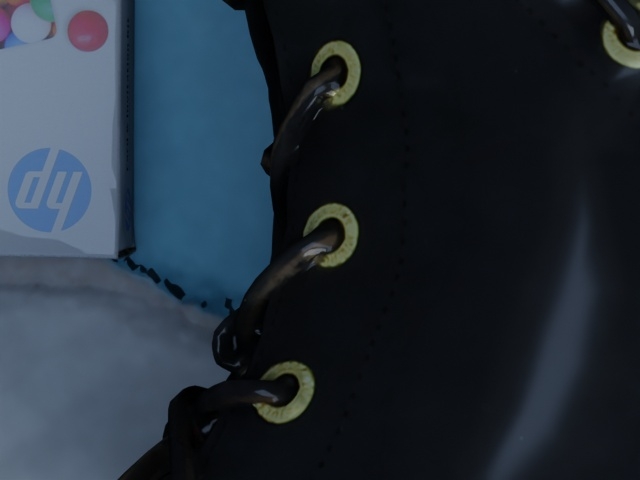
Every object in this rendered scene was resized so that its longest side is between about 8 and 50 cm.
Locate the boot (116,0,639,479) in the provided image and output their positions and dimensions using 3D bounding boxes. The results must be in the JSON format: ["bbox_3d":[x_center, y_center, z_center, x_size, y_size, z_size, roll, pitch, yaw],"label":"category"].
[{"bbox_3d":[0.000,0.000,0.477,0.377,0.138,0.284,36,81,-1],"label":"boot"}]

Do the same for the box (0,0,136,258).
[{"bbox_3d":[-0.128,-0.089,0.584,0.145,0.038,0.186,2,95,4],"label":"box"}]
